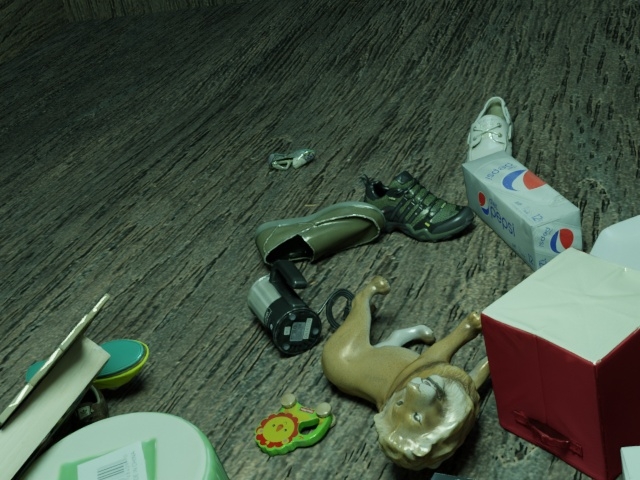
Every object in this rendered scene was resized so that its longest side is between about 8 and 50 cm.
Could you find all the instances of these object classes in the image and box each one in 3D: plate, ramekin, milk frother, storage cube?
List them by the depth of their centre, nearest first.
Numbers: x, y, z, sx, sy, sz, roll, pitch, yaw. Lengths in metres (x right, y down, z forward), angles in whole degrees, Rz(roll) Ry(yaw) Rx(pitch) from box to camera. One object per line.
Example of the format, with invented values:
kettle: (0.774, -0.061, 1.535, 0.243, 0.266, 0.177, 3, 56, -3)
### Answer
ramekin: (-0.243, 0.353, 1.151, 0.303, 0.148, 0.303, -11, 30, 6)
storage cube: (0.343, 0.150, 1.189, 0.215, 0.193, 0.183, -32, 34, -26)
plate: (0.515, 0.026, 1.390, 0.277, 0.045, 0.278, -25, 17, 43)
milk frother: (-0.027, 0.110, 1.543, 0.143, 0.129, 0.135, 20, 14, -31)

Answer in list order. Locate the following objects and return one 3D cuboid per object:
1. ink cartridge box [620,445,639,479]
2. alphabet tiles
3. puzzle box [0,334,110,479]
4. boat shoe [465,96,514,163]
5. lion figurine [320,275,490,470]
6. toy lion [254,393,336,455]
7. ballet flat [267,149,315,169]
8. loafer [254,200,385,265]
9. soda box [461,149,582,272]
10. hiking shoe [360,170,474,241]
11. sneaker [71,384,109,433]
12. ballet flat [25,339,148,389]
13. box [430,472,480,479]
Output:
ink cartridge box: (0.414, 0.296, 0.972, 0.176, 0.128, 0.127, -8, 30, 11)
alphabet tiles: (-0.406, 0.211, 1.303, 0.285, 0.011, 0.342, -54, 7, -29)
puzzle box: (-0.438, 0.329, 1.205, 0.052, 0.272, 0.409, 36, 40, -3)
boat shoe: (0.343, -0.211, 1.904, 0.098, 0.096, 0.277, -5, 31, 16)
lion figurine: (0.102, 0.188, 1.325, 0.240, 0.142, 0.392, -37, 22, -21)
toy lion: (-0.041, 0.269, 1.328, 0.100, 0.034, 0.096, 7, 43, 33)
ballet flat: (-0.066, -0.178, 2.101, 0.114, 0.041, 0.041, -4, 31, 18)
loafer: (0.000, 0.000, 1.722, 0.251, 0.094, 0.087, -14, 41, 11)
soda box: (0.351, -0.058, 1.640, 0.091, 0.098, 0.286, -19, 29, -8)
hiking shoe: (0.172, -0.068, 1.718, 0.226, 0.114, 0.086, 6, 36, 32)
sneaker: (-0.353, 0.285, 1.394, 0.066, 0.071, 0.188, -18, 29, -6)
ballet flat: (-0.367, 0.215, 1.509, 0.231, 0.077, 0.077, -13, 44, 17)
box: (0.199, 0.338, 0.905, 0.175, 0.220, 0.051, 3, 29, 28)
